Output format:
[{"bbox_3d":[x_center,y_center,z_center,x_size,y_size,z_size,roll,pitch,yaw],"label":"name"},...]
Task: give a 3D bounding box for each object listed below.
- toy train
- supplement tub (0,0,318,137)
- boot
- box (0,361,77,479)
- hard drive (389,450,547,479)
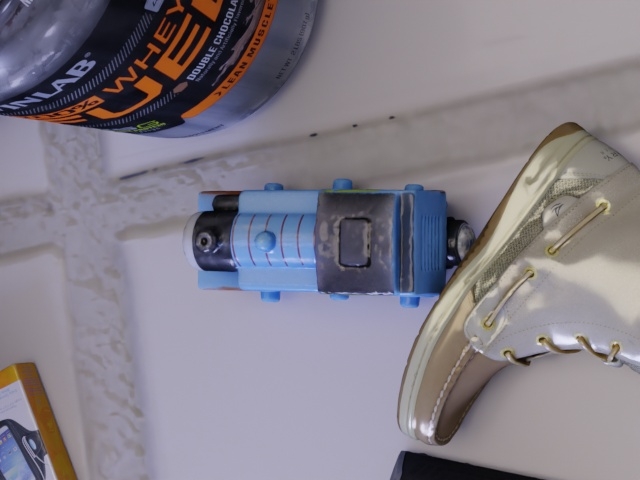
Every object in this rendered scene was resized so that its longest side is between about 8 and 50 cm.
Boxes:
[{"bbox_3d":[0.000,0.000,1.075,0.184,0.105,0.080,2,89,25],"label":"toy train"},{"bbox_3d":[-0.154,-0.172,1.023,0.207,0.338,0.207,-1,89,25],"label":"supplement tub"},{"bbox_3d":[0.154,0.060,1.019,0.165,0.077,0.213,34,99,20],"label":"boot"},{"bbox_3d":[-0.213,0.162,1.213,0.081,0.028,0.136,-26,80,22],"label":"box"},{"bbox_3d":[0.093,0.267,1.053,0.172,0.054,0.255,9,93,25],"label":"hard drive"}]
